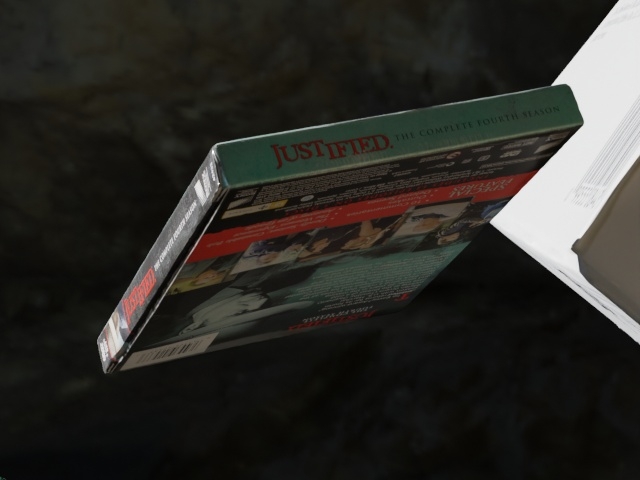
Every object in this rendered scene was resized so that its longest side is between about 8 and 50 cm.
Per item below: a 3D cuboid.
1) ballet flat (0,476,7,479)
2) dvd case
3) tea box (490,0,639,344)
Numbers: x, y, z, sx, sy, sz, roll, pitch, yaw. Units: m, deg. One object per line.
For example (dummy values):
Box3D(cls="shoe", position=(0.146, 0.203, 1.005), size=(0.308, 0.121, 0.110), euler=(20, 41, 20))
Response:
Box3D(cls="ballet flat", position=(-0.178, 0.195, 0.900), size=(0.057, 0.052, 0.168), euler=(12, -102, -14))
Box3D(cls="dvd case", position=(0.000, 0.000, 0.445), size=(0.087, 0.119, 0.013), euler=(-11, -109, -22))
Box3D(cls="tea box", position=(0.248, 0.008, 0.618), size=(0.220, 0.323, 0.329), euler=(-53, 2, 4))
